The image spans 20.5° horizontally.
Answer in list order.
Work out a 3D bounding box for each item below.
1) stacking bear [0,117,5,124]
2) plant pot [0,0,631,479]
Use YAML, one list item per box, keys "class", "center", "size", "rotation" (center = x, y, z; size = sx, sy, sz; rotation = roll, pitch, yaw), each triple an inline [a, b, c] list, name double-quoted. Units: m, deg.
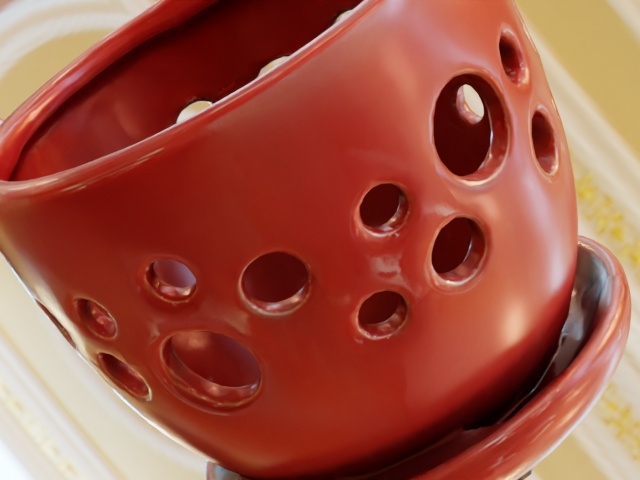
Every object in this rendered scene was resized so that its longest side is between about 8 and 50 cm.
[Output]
- class: "stacking bear"
  center: [-0.300, 0.055, 1.028]
  size: [0.175, 0.164, 0.289]
  rotation: [25, -63, 22]
- class: "plant pot"
  center: [0.000, 0.000, 0.611]
  size: [0.191, 0.191, 0.174]
  rotation: [-11, -64, 41]
